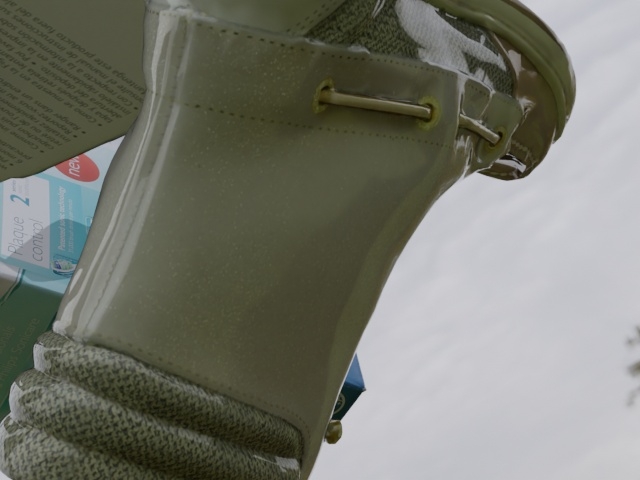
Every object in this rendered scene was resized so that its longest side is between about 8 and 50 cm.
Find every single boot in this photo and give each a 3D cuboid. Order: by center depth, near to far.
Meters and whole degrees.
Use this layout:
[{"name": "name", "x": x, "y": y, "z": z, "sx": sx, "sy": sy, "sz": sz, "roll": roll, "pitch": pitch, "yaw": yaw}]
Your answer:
[{"name": "boot", "x": 0.000, "y": 0.000, "z": 0.396, "sx": 0.213, "sy": 0.077, "sz": 0.165, "roll": 23, "pitch": -97, "yaw": -65}]

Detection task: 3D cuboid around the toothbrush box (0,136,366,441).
[{"name": "toothbrush box", "x": -0.143, "y": 0.017, "z": 0.863, "sx": 0.295, "sy": 0.216, "sz": 0.126, "roll": 19, "pitch": -57, "yaw": -24}]

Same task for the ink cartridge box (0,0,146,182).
[{"name": "ink cartridge box", "x": -0.209, "y": -0.108, "z": 0.493, "sx": 0.261, "sy": 0.066, "sz": 0.296, "roll": -20, "pitch": -39, "yaw": 38}]
